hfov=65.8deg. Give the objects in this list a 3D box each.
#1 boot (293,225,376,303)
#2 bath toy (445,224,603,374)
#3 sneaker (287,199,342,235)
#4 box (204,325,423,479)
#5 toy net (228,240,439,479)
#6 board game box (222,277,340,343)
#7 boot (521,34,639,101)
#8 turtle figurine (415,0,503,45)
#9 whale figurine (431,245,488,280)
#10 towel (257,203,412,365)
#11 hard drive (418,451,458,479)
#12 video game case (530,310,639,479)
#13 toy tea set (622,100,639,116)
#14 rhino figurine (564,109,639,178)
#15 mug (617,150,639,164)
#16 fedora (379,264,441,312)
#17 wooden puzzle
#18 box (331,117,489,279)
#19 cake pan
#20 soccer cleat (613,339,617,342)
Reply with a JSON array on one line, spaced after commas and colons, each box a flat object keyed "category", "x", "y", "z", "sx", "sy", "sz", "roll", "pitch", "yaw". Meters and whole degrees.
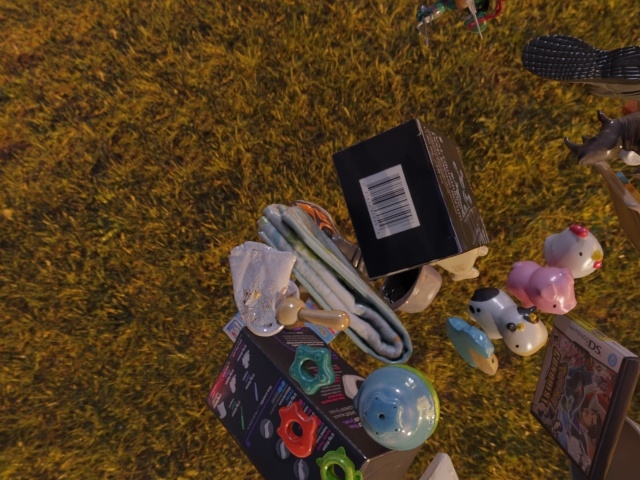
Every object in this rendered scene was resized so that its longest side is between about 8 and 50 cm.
[{"category": "boot", "x": 0.042, "y": 0.134, "z": 1.501, "sx": 0.223, "sy": 0.338, "sz": 0.118, "roll": 26, "pitch": 36, "yaw": -2}, {"category": "bath toy", "x": 0.395, "y": 0.093, "z": 0.912, "sx": 0.348, "sy": 0.129, "sz": 0.151, "roll": -37, "pitch": 59, "yaw": -14}, {"category": "sneaker", "x": 0.000, "y": 0.000, "z": 1.728, "sx": 0.321, "sy": 0.180, "sz": 0.125, "roll": 42, "pitch": 116, "yaw": -11}, {"category": "box", "x": -0.014, "y": 0.260, "z": 0.724, "sx": 0.270, "sy": 0.165, "sz": 0.143, "roll": 36, "pitch": 105, "yaw": 37}, {"category": "toy net", "x": -0.011, "y": 0.100, "z": 0.437, "sx": 0.122, "sy": 0.045, "sz": 0.232, "roll": -49, "pitch": 67, "yaw": 17}, {"category": "board game box", "x": -0.142, "y": 0.322, "z": 1.773, "sx": 0.302, "sy": 0.086, "sz": 0.308, "roll": -46, "pitch": 79, "yaw": 13}, {"category": "boot", "x": 0.521, "y": -0.317, "z": 0.959, "sx": 0.247, "sy": 0.161, "sz": 0.083, "roll": 21, "pitch": 95, "yaw": 29}, {"category": "turtle figurine", "x": 0.230, "y": -0.433, "z": 0.842, "sx": 0.118, "sy": 0.175, "sz": 0.233, "roll": -18, "pitch": 90, "yaw": -19}, {"category": "whale figurine", "x": 0.486, "y": 0.036, "z": 1.771, "sx": 0.217, "sy": 0.272, "sz": 0.141, "roll": -15, "pitch": 47, "yaw": 24}, {"category": "towel", "x": 0.037, "y": 0.076, "z": 1.026, "sx": 0.090, "sy": 0.320, "sz": 0.374, "roll": -42, "pitch": 88, "yaw": 5}, {"category": "hard drive", "x": 0.288, "y": 0.739, "z": 1.292, "sx": 0.308, "sy": 0.040, "sz": 0.202, "roll": -28, "pitch": 98, "yaw": -46}, {"category": "video game case", "x": 0.549, "y": 0.317, "z": 1.053, "sx": 0.035, "sy": 0.248, "sz": 0.274, "roll": 7, "pitch": 103, "yaw": -6}, {"category": "toy tea set", "x": 0.935, "y": -0.273, "z": 1.291, "sx": 0.124, "sy": 0.200, "sz": 0.336, "roll": -34, "pitch": 103, "yaw": 16}, {"category": "rhino figurine", "x": 0.455, "y": -0.126, "z": 0.661, "sx": 0.244, "sy": 0.073, "sz": 0.106, "roll": 16, "pitch": 86, "yaw": 41}, {"category": "mug", "x": 0.647, "y": -0.190, "z": 1.014, "sx": 0.062, "sy": 0.064, "sz": 0.078, "roll": 44, "pitch": 123, "yaw": -15}, {"category": "fedora", "x": 0.323, "y": 0.157, "z": 1.710, "sx": 0.124, "sy": 0.275, "sz": 0.243, "roll": 29, "pitch": 40, "yaw": -13}, {"category": "wooden puzzle", "x": 0.679, "y": -0.048, "z": 1.066, "sx": 0.044, "sy": 0.220, "sz": 0.238, "roll": -27, "pitch": 117, "yaw": 24}, {"category": "box", "x": 0.235, "y": -0.089, "z": 1.191, "sx": 0.212, "sy": 0.396, "sz": 0.293, "roll": -20, "pitch": 84, "yaw": 26}, {"category": "cake pan", "x": 0.729, "y": 0.566, "z": 1.217, "sx": 0.054, "sy": 0.293, "sz": 0.292, "roll": 9, "pitch": 78, "yaw": -8}, {"category": "soccer cleat", "x": 0.911, "y": 0.474, "z": 1.610, "sx": 0.116, "sy": 0.143, "sz": 0.330, "roll": 6, "pitch": 74, "yaw": -10}]
